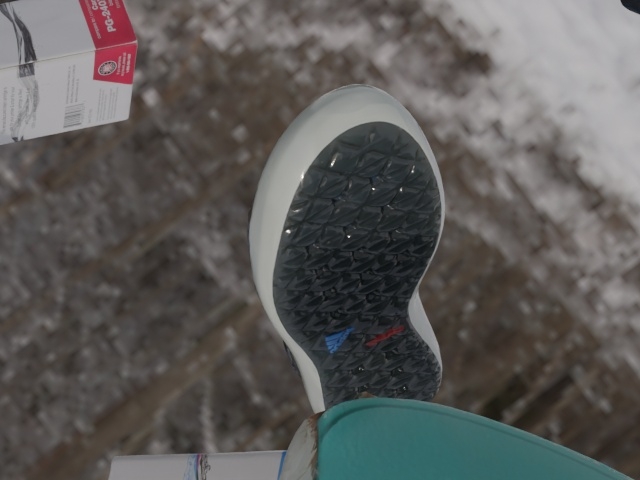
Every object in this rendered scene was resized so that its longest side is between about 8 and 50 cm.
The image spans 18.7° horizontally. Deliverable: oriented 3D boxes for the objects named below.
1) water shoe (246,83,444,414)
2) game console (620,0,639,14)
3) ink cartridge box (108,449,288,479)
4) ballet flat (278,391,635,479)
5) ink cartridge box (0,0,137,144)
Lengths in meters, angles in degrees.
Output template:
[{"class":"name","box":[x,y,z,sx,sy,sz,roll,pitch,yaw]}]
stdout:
[{"class":"water shoe","box":[0.000,0.000,0.736,0.203,0.073,0.080,84,160,-55]},{"class":"game console","box":[0.251,-0.151,1.324,0.122,0.071,0.107,26,154,16]},{"class":"ink cartridge box","box":[-0.028,0.247,1.386,0.171,0.232,0.168,23,-112,-43]},{"class":"ballet flat","box":[0.152,0.199,0.634,0.409,0.147,0.147,27,-173,3]},{"class":"ink cartridge box","box":[-0.221,-0.129,1.473,0.109,0.150,0.063,109,145,-60]}]
